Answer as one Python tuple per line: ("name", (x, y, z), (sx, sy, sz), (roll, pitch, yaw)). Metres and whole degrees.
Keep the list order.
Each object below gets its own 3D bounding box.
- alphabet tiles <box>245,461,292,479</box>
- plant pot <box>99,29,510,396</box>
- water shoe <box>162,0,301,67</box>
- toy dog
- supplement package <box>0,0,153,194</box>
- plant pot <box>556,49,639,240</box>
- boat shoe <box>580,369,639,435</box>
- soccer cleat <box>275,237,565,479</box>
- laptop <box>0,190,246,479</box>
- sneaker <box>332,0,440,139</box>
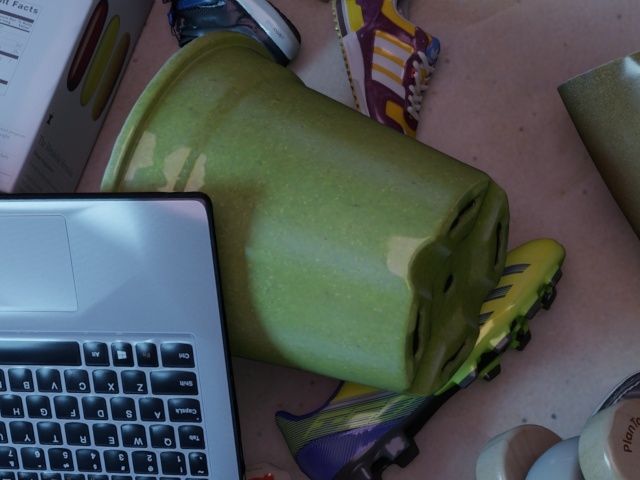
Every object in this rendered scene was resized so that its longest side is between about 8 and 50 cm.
("alphabet tiles", (-0.069, 0.297, 1.419), (0.284, 0.021, 0.278), (-11, 47, -15))
("plant pot", (0.000, 0.000, 1.447), (0.254, 0.276, 0.276), (20, 79, 25))
("water shoe", (-0.112, -0.215, 1.649), (0.203, 0.073, 0.080), (39, 86, 16))
("toy dog", (0.261, 0.258, 1.373), (0.334, 0.220, 0.161), (27, 58, 1))
("supplement package", (-0.263, -0.152, 1.618), (0.134, 0.139, 0.244), (18, 79, 13))
("plant pot", (0.346, -0.044, 1.482), (0.237, 0.237, 0.254), (-19, 88, 2))
("boat shoe", (0.232, 0.204, 1.495), (0.081, 0.068, 0.227), (26, 80, 14))
("soccer cleat", (0.084, 0.087, 1.534), (0.289, 0.093, 0.121), (-44, 72, -5))
("laptop", (-0.270, 0.192, 1.349), (0.382, 0.236, 0.407), (0, 109, 16))
("sneaker", (0.070, -0.142, 1.607), (0.084, 0.069, 0.185), (-18, 75, 8))
